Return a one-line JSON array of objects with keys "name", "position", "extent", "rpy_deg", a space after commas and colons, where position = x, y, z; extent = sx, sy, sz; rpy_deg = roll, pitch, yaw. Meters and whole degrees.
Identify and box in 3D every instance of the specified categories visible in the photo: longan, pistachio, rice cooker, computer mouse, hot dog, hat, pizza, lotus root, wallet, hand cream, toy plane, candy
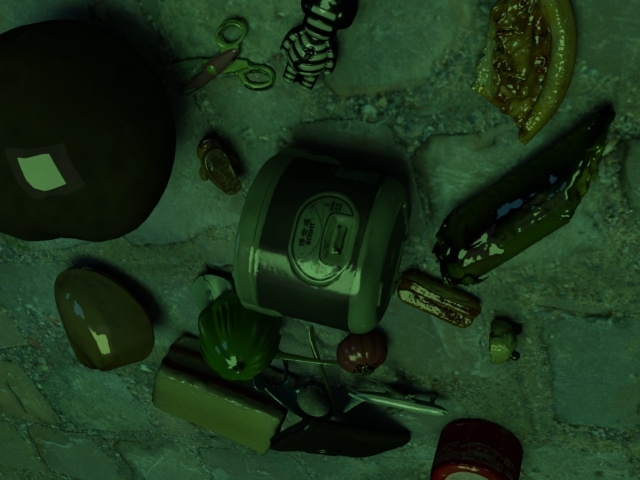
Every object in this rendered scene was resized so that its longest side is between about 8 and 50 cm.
[{"name": "longan", "position": [-0.433, -0.170, 1.274], "extent": [0.404, 0.336, 0.405], "rpy_deg": [6, 109, 17]}, {"name": "pistachio", "position": [-0.493, 0.171, 1.746], "extent": [0.212, 0.163, 0.261], "rpy_deg": [-21, 107, 13]}, {"name": "rice cooker", "position": [-0.003, -0.001, 1.292], "extent": [0.276, 0.288, 0.288], "rpy_deg": [15, 134, 13]}, {"name": "computer mouse", "position": [-0.202, 0.155, 1.655], "extent": [0.113, 0.068, 0.229], "rpy_deg": [-13, 123, 30]}, {"name": "hot dog", "position": [0.219, 0.111, 1.446], "extent": [0.165, 0.045, 0.071], "rpy_deg": [25, 136, 2]}, {"name": "hat", "position": [0.345, 0.190, 1.437], "extent": [0.059, 0.077, 0.076], "rpy_deg": [0, 128, 24]}, {"name": "pizza", "position": [0.291, -0.255, 1.083], "extent": [0.134, 0.056, 0.271], "rpy_deg": [11, 132, 3]}, {"name": "lotus root", "position": [-0.163, 0.219, 1.556], "extent": [0.186, 0.186, 0.186], "rpy_deg": [12, 133, 14]}, {"name": "wallet", "position": [0.044, 0.450, 1.728], "extent": [0.309, 0.042, 0.165], "rpy_deg": [18, 140, -37]}, {"name": "hand cream", "position": [0.340, 0.496, 1.679], "extent": [0.193, 0.125, 0.193], "rpy_deg": [14, 133, 16]}, {"name": "toy plane", "position": [0.162, 0.347, 1.659], "extent": [0.226, 0.058, 0.226], "rpy_deg": [-1, 149, 11]}, {"name": "candy", "position": [-0.225, 0.358, 1.802], "extent": [0.320, 0.135, 0.179], "rpy_deg": [21, 135, 8]}]

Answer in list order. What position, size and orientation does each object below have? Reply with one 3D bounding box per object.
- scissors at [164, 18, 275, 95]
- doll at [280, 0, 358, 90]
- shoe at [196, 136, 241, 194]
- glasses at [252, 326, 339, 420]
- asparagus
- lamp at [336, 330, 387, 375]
[{"name": "scissors", "position": [-0.175, -0.290, 1.283], "extent": [0.187, 0.020, 0.134], "rpy_deg": [-10, 128, 29]}, {"name": "doll", "position": [-0.002, -0.317, 1.152], "extent": [0.091, 0.067, 0.219], "rpy_deg": [25, 140, -3]}, {"name": "shoe", "position": [-0.188, -0.134, 1.393], "extent": [0.072, 0.069, 0.109], "rpy_deg": [-47, 118, 6]}, {"name": "glasses", "position": [-0.017, 0.283, 1.696], "extent": [0.239, 0.102, 0.207], "rpy_deg": [43, 105, -14]}, {"name": "asparagus", "position": [0.324, -0.054, 1.206], "extent": [0.108, 0.129, 0.382], "rpy_deg": [9, 145, -37]}, {"name": "lamp", "position": [0.085, 0.229, 1.578], "extent": [0.107, 0.092, 0.107], "rpy_deg": [-10, 150, -6]}]
